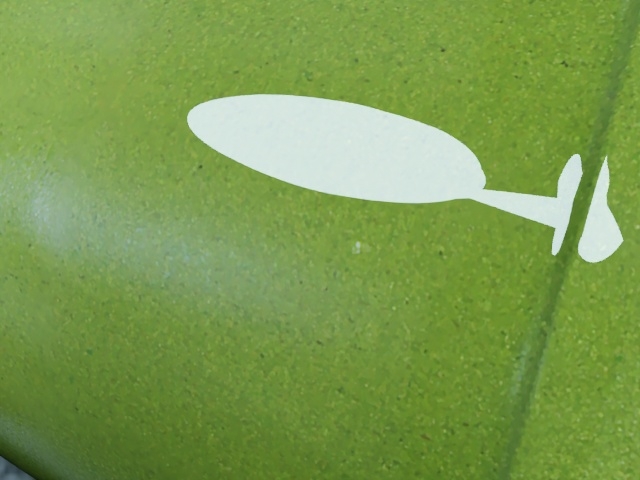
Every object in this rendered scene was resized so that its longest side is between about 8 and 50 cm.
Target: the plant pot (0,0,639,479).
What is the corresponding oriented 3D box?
[{"bbox_3d":[0.000,0.000,0.615,0.353,0.366,0.366,15,69,10],"label":"plant pot"}]
